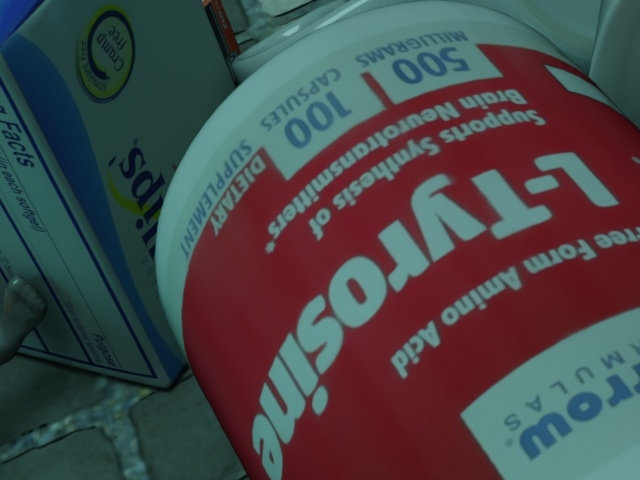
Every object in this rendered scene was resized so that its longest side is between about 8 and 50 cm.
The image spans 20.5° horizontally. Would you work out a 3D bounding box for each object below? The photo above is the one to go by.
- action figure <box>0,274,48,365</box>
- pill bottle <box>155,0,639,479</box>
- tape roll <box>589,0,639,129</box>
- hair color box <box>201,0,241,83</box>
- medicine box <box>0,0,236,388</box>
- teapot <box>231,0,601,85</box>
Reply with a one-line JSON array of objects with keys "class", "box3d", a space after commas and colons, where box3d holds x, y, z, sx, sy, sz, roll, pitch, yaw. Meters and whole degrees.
[{"class": "action figure", "box3d": [-0.265, 0.153, 0.896, 0.341, 0.178, 0.330, 27, 60, 2]}, {"class": "pill bottle", "box3d": [0.103, 0.096, 0.699, 0.229, 0.229, 0.408, -28, 44, -7]}, {"class": "tape roll", "box3d": [0.273, -0.097, 0.827, 0.286, 0.286, 0.100, -1, 49, 18]}, {"class": "hair color box", "box3d": [-0.119, -0.142, 1.143, 0.141, 0.072, 0.043, 26, 62, 34]}, {"class": "medicine box", "box3d": [-0.205, -0.077, 0.982, 0.289, 0.263, 0.149, 11, 54, 27]}, {"class": "teapot", "box3d": [0.089, -0.175, 1.023, 0.187, 0.256, 0.253, -20, 59, 51]}]
